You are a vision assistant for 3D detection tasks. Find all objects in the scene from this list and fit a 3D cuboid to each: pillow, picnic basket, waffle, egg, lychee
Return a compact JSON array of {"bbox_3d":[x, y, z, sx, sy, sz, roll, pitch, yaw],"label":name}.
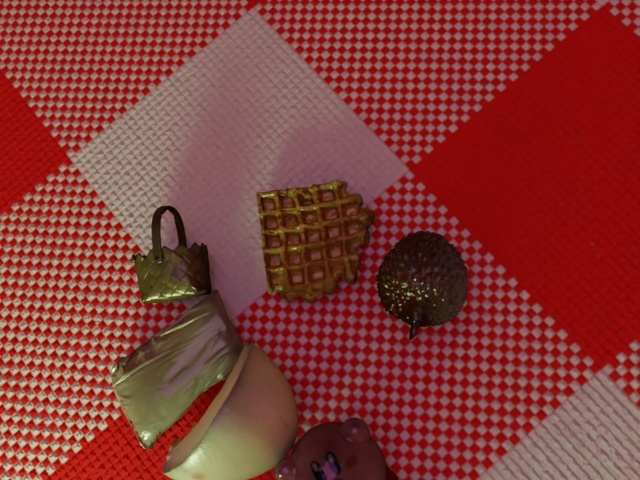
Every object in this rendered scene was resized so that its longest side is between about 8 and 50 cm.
[{"bbox_3d":[-0.255,0.236,1.427,0.270,0.067,0.173,-35,77,-2],"label":"pillow"},{"bbox_3d":[-0.283,0.024,1.456,0.138,0.128,0.178,-9,89,9],"label":"picnic basket"},{"bbox_3d":[0.000,0.000,1.455,0.219,0.057,0.229,-11,74,6],"label":"waffle"},{"bbox_3d":[-0.130,0.327,1.324,0.162,0.206,0.271,34,86,-10],"label":"egg"},{"bbox_3d":[0.177,0.077,1.348,0.165,0.165,0.197,7,53,11],"label":"lychee"}]

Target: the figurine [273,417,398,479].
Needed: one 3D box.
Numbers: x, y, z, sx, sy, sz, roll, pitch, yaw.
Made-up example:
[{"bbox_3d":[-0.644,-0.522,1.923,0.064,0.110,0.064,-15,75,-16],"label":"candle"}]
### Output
[{"bbox_3d":[0.026,0.383,1.289,0.173,0.173,0.173,-2,75,8],"label":"figurine"}]
